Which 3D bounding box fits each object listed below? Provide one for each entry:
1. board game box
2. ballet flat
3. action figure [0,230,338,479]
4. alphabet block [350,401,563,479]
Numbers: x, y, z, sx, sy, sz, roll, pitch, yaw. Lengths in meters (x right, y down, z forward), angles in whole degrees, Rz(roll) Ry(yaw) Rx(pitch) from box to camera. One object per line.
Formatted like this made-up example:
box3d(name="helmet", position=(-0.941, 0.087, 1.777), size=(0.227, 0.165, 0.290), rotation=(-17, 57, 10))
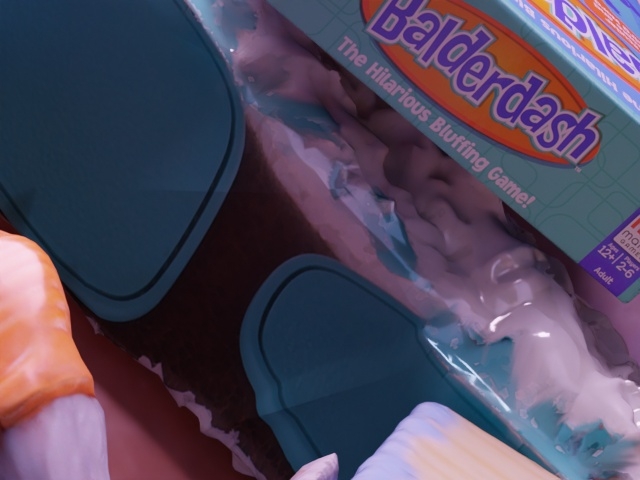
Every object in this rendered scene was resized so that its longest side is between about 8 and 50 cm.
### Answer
box3d(name="board game box", position=(0.047, -0.088, 0.551), size=(0.160, 0.047, 0.210), rotation=(39, 22, -17))
box3d(name="ballet flat", position=(0.000, 0.000, 0.557), size=(0.147, 0.147, 0.409), rotation=(-32, 75, -26))
box3d(name="action figure", position=(-0.156, -0.007, 0.400), size=(0.330, 0.341, 0.178), rotation=(40, 83, 5))
box3d(name="alphabet block", position=(0.047, 0.173, 0.356), size=(0.197, 0.193, 0.192), rotation=(31, 101, 9))
